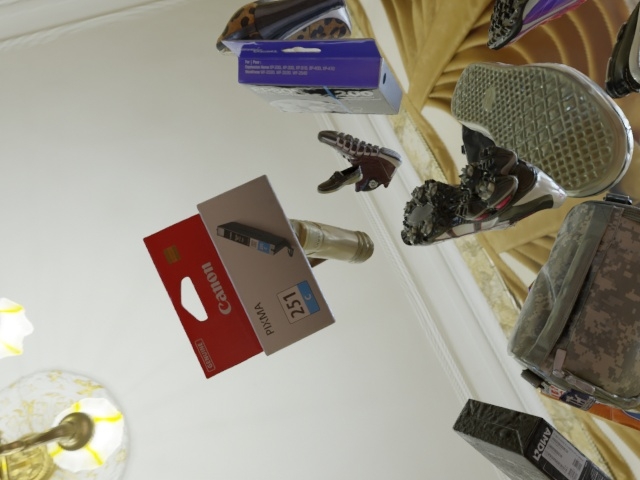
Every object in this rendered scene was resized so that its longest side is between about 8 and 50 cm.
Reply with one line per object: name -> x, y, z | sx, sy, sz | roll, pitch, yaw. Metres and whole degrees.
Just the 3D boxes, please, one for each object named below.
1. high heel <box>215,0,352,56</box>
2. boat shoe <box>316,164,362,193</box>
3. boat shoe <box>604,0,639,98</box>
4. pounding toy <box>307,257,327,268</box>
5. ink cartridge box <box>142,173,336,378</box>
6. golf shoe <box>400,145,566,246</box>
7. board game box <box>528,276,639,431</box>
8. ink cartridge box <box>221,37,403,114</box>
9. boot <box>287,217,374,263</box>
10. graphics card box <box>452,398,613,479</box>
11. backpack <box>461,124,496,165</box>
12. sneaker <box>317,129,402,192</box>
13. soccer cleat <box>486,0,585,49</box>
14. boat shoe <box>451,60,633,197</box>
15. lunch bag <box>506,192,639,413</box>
high heel -> -0.050, -0.331, 0.716 | 0.187, 0.261, 0.093 | -18, -74, 12
boat shoe -> 0.054, -0.182, 1.365 | 0.152, 0.049, 0.056 | -26, -141, -22
boat shoe -> 0.691, -0.436, 1.010 | 0.114, 0.091, 0.302 | 37, -112, -10
pounding toy -> -0.058, 0.027, 1.464 | 0.141, 0.130, 0.100 | -29, -114, 21
ink cartridge box -> -0.152, 0.069, 0.840 | 0.261, 0.066, 0.296 | -26, -93, -4
golf shoe -> 0.213, -0.039, 0.677 | 0.120, 0.273, 0.105 | 15, -104, -18
board game box -> 0.786, 0.208, 1.161 | 0.357, 0.357, 0.355 | -34, -61, -33
ink cartridge box -> -0.003, -0.224, 0.660 | 0.207, 0.208, 0.045 | 8, -89, 19
boot -> 0.000, 0.000, 1.174 | 0.204, 0.262, 0.095 | 10, -92, -20
graphics card box -> 0.492, 0.500, 1.000 | 0.371, 0.233, 0.094 | 40, -109, -9
backpack -> 0.612, -0.248, 1.286 | 0.356, 0.273, 0.289 | -20, -77, -23
sneaker -> 0.106, -0.239, 1.494 | 0.282, 0.162, 0.106 | 21, -153, 4
soccer cleat -> 0.357, -0.376, 0.688 | 0.117, 0.318, 0.108 | 8, -99, -7
boat shoe -> 0.397, -0.218, 0.843 | 0.156, 0.500, 0.186 | 12, -64, -13
lunch bag -> 0.438, 0.107, 0.740 | 0.256, 0.213, 0.304 | 27, -93, -39
